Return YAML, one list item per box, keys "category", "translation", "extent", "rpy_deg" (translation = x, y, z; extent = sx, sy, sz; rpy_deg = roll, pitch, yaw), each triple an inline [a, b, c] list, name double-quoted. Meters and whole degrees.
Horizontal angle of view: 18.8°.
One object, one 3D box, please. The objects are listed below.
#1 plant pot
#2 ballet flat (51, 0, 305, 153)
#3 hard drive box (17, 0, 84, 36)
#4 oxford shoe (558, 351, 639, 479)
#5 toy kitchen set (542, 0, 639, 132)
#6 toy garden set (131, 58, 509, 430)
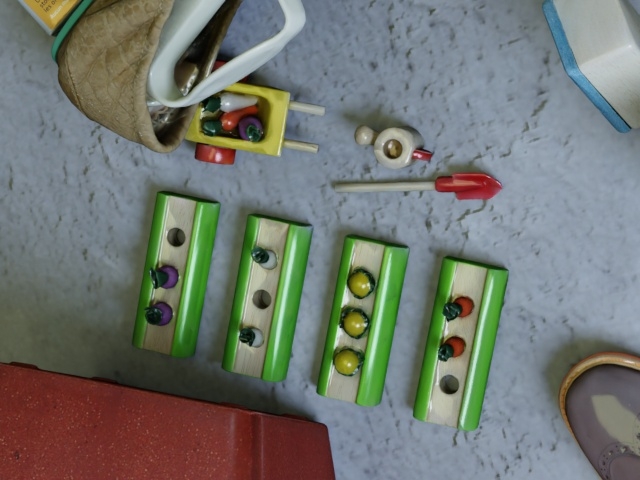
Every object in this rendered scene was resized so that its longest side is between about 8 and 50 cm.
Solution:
- category: "plant pot"
  translation: [-0.122, 0.209, 1.222]
  extent: [0.267, 0.267, 0.236]
  rpy_deg: [9, 84, 16]
- category: "ballet flat"
  translation: [-0.044, -0.185, 1.171]
  extent: [0.124, 0.116, 0.342]
  rpy_deg: [47, 119, 17]
- category: "hard drive box"
  translation: [-0.181, -0.276, 1.277]
  extent: [0.232, 0.089, 0.181]
  rpy_deg: [46, 104, 9]
- category: "oxford shoe"
  translation: [0.250, 0.173, 1.175]
  extent: [0.271, 0.098, 0.097]
  rpy_deg: [43, 105, 10]
- category: "toy kitchen set"
  translation: [0.103, -0.155, 1.206]
  extent: [0.166, 0.122, 0.207]
  rpy_deg: [-24, 67, 18]
- category: "toy garden set"
  translation: [0.000, 0.000, 1.263]
  extent: [0.244, 0.049, 0.204]
  rpy_deg: [13, 98, 16]
